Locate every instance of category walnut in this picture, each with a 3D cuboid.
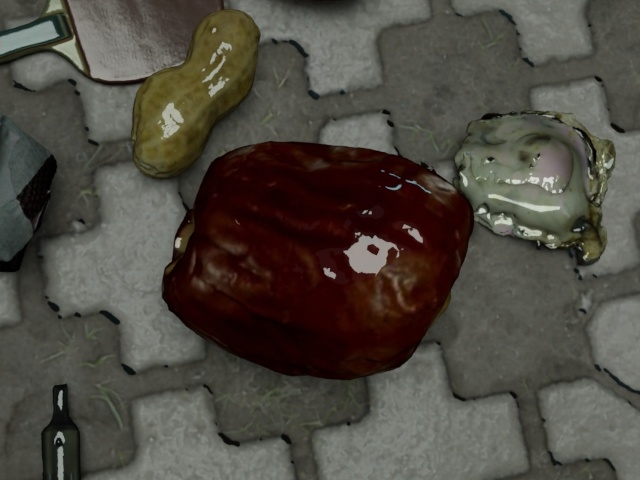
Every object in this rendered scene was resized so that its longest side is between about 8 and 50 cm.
[{"bbox_3d":[0.000,0.000,0.982,0.269,0.221,0.244,18,48,5],"label":"walnut"}]

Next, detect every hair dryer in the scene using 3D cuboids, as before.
[{"bbox_3d":[-0.266,0.258,0.981,0.196,0.078,0.248,-3,72,-6],"label":"hair dryer"}]

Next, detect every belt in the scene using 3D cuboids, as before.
[{"bbox_3d":[-0.387,-0.082,0.955,0.289,0.184,0.164,19,75,-9],"label":"belt"}]

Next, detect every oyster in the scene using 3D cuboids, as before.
[{"bbox_3d":[0.226,-0.055,1.082,0.163,0.081,0.191,-21,100,15],"label":"oyster"}]

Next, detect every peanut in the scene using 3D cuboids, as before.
[{"bbox_3d":[-0.125,-0.147,1.043,0.089,0.089,0.193,35,75,0],"label":"peanut"}]

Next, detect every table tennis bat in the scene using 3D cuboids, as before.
[{"bbox_3d":[-0.233,-0.223,1.074,0.274,0.021,0.154,-19,84,-11],"label":"table tennis bat"}]
